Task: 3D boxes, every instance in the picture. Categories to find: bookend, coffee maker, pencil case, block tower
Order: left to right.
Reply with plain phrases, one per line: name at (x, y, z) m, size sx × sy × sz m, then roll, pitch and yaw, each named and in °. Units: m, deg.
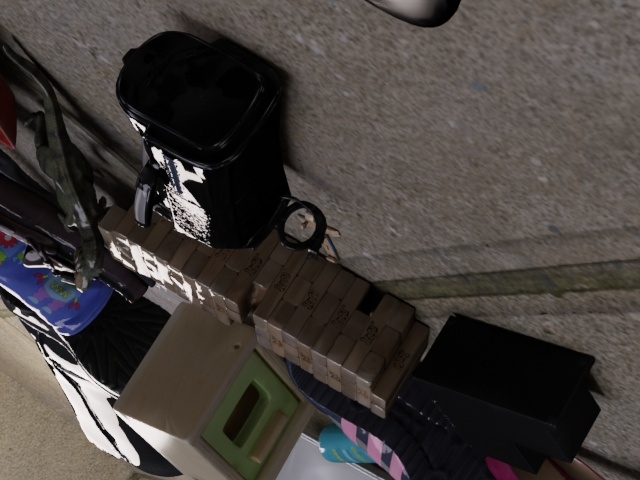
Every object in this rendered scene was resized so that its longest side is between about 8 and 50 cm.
pencil case at (-0.385, -0.014, 1.682) m, size 0.306 × 0.133 × 0.119 m, roll 47°, pitch -179°, yaw -31°
coffee maker at (-0.074, -0.075, 1.085) m, size 0.171 × 0.120 × 0.178 m, roll 9°, pitch 159°, yaw 3°
block tower at (-0.056, 0.045, 1.340) m, size 0.336 × 0.097 × 0.091 m, roll 28°, pitch 160°, yaw 13°
bookend at (0.192, 0.156, 1.219) m, size 0.157 × 0.072 × 0.156 m, roll 15°, pitch 153°, yaw 43°

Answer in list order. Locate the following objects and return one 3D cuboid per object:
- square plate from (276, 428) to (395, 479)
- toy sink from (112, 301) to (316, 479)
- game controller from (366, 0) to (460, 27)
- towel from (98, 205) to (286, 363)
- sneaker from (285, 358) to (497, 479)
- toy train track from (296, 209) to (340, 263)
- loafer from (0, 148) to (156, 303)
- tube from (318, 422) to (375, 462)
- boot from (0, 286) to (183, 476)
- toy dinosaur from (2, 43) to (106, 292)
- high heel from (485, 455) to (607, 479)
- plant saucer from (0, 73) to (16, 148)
square plate at (0.054, 0.435, 1.913) m, size 0.344 × 0.049 × 0.347 m, roll 27°, pitch 130°, yaw 4°
toy sink at (-0.105, 0.207, 1.567) m, size 0.131 × 0.152 × 0.234 m, roll 17°, pitch 155°, yaw 35°
game controller at (-0.052, -0.227, 0.734) m, size 0.319 × 0.067 × 0.166 m, roll 34°, pitch 161°, yaw 6°
towel at (-0.139, 0.072, 1.599) m, size 0.282 × 0.049 × 0.187 m, roll 30°, pitch 159°, yaw 14°
sneaker at (0.092, 0.198, 1.458) m, size 0.319 × 0.112 × 0.131 m, roll 45°, pitch 175°, yaw -7°
toy train track at (0.000, 0.000, 1.256) m, size 0.048 × 0.014 × 0.083 m, roll 23°, pitch 158°, yaw 31°
loafer at (-0.325, -0.017, 1.482) m, size 0.302 × 0.095 × 0.109 m, roll 39°, pitch 172°, yaw -9°
tube at (0.075, 0.259, 1.701) m, size 0.080 × 0.052 × 0.207 m, roll 33°, pitch 157°, yaw -25°
boot at (-0.269, 0.236, 1.969) m, size 0.367 × 0.146 × 0.445 m, roll 34°, pitch 153°, yaw 32°
toy dinosaur at (-0.268, -0.085, 1.385) m, size 0.118 × 0.064 × 0.268 m, roll -126°, pitch 17°, yaw -72°
high heel at (0.246, 0.241, 1.301) m, size 0.117 × 0.082 × 0.244 m, roll 54°, pitch 169°, yaw -22°
plant saucer at (-0.429, -0.229, 1.351) m, size 0.259 × 0.047 × 0.258 m, roll 29°, pitch 160°, yaw 26°
